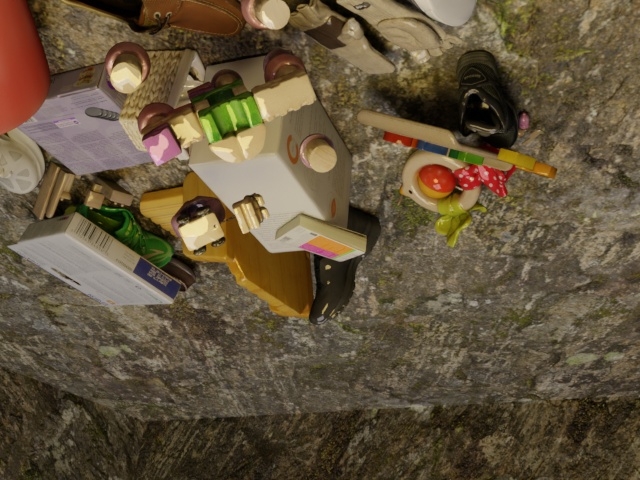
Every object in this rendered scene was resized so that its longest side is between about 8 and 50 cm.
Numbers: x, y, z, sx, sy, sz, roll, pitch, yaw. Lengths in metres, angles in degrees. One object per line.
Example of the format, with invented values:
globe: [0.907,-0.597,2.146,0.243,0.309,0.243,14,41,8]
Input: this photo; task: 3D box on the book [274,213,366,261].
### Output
book: [0.000,0.000,1.479,0.144,0.035,0.096,19,154,-26]

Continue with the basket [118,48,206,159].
basket: [-0.271,-0.242,1.392,0.103,0.167,0.113,7,154,14]

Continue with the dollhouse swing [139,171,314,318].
dollhouse swing: [-0.238,0.040,1.838,0.304,0.315,0.347,-21,145,23]

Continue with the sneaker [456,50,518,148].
sneaker: [0.286,-0.204,1.365,0.087,0.130,0.227,-3,149,23]

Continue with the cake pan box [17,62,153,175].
cake pan box: [-0.459,-0.229,1.565,0.266,0.070,0.246,-8,148,25]

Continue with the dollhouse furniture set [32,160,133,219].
dollhouse furniture set: [-0.528,-0.082,1.756,0.151,0.123,0.144,17,-171,-39]

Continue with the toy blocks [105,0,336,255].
toy blocks: [-0.147,-0.202,1.221,0.288,0.260,0.309,-24,114,-3]

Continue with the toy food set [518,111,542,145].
toy food set: [0.344,-0.220,1.459,0.122,0.019,0.078,23,150,-15]

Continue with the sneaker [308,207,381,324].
sneaker: [0.026,0.053,1.812,0.130,0.286,0.109,28,167,-20]

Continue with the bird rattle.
bird rattle: [0.263,-0.110,1.584,0.206,0.143,0.253,23,150,4]

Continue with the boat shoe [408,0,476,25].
boat shoe: [0.109,-0.391,1.086,0.102,0.108,0.301,26,-174,43]

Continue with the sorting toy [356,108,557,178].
sorting toy: [0.237,-0.156,1.371,0.307,0.041,0.229,22,-173,39]

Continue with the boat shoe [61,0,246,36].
boat shoe: [-0.260,-0.361,1.210,0.307,0.105,0.111,13,151,-16]

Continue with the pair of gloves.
pair of gloves: [0.075,-0.325,1.215,0.204,0.042,0.240,23,170,-33]

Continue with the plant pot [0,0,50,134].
plant pot: [-0.555,-0.329,1.194,0.274,0.275,0.243,9,142,-6]

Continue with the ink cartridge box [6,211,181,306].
ink cartridge box: [-0.558,0.057,1.946,0.330,0.071,0.324,-5,144,47]

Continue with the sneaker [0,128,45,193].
sneaker: [-0.710,-0.154,1.555,0.169,0.258,0.447,1,153,10]

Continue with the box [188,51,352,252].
box: [-0.077,-0.148,1.470,0.168,0.215,0.345,-5,152,20]

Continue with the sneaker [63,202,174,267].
sneaker: [-0.490,-0.008,1.965,0.295,0.110,0.123,26,152,-33]

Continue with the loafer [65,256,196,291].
loafer: [-0.527,0.105,2.175,0.365,0.130,0.134,8,154,-3]
